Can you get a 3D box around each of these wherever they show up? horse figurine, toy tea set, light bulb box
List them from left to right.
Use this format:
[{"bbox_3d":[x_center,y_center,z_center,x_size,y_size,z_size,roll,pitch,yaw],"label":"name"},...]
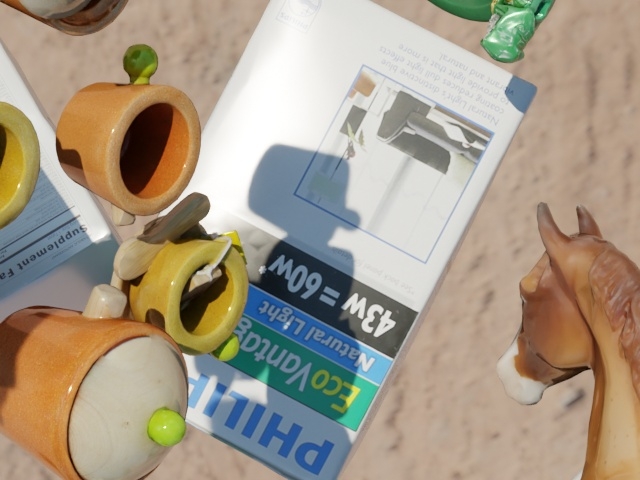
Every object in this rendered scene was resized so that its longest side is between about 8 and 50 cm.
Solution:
[{"bbox_3d":[-0.110,-0.017,0.867,0.200,0.124,0.336,-45,136,-32],"label":"toy tea set"},{"bbox_3d":[0.000,0.000,1.445,0.225,0.358,0.361,28,88,4],"label":"light bulb box"},{"bbox_3d":[0.078,0.130,0.394,0.066,0.263,0.174,11,119,-11],"label":"horse figurine"}]

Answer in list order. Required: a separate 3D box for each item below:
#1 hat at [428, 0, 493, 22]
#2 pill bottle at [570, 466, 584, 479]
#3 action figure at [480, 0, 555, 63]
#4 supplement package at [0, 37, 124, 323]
[{"bbox_3d":[0.143,-0.313,1.401,0.208,0.173,0.183,42,64,8],"label":"hat"},{"bbox_3d":[0.245,0.187,0.616,0.188,0.334,0.188,-7,100,-44],"label":"pill bottle"},{"bbox_3d":[0.159,-0.225,1.203,0.063,0.232,0.137,21,154,-5],"label":"action figure"},{"bbox_3d":[-0.280,-0.048,1.455,0.139,0.244,0.134,-31,162,-4],"label":"supplement package"}]
